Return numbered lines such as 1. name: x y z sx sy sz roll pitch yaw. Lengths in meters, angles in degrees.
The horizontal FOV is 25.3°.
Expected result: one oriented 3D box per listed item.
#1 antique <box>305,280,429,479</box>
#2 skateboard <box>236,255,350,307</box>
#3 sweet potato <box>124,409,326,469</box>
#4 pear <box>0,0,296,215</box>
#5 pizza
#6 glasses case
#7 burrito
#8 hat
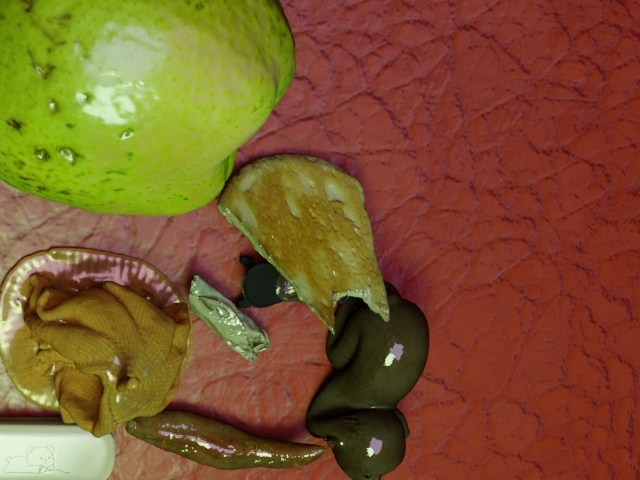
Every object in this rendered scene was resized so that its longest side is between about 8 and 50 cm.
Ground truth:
1. antique: 0.070 0.188 1.826 0.121 0.143 0.257 12 98 -21
2. skateboard: -0.028 0.058 1.800 0.151 0.080 0.067 2 95 -20
3. sweet potato: -0.125 0.256 1.811 0.255 0.078 0.058 13 55 -11
4. pear: -0.211 -0.204 1.546 0.391 0.391 0.391 -3 101 -18
5. pizza: 0.000 0.000 1.771 0.181 0.034 0.262 -29 78 -26
6. glasses case: -0.350 0.259 1.747 0.196 0.050 0.083 2 101 -19
7. burrito: -0.121 0.097 1.792 0.149 0.055 0.041 43 44 -25
8. hat: -0.245 0.129 1.662 0.233 0.233 0.244 -32 109 -12
